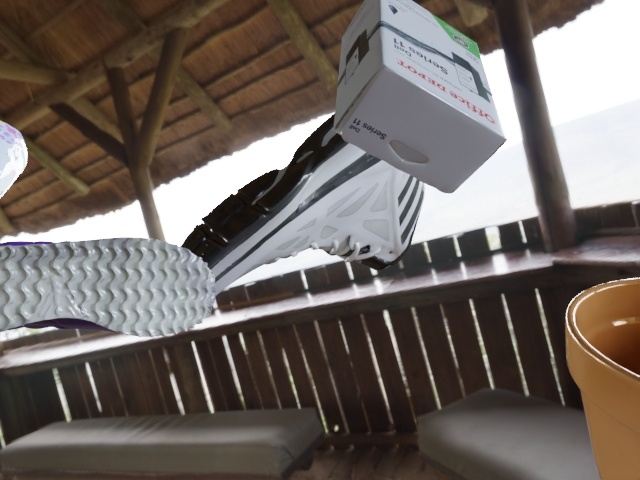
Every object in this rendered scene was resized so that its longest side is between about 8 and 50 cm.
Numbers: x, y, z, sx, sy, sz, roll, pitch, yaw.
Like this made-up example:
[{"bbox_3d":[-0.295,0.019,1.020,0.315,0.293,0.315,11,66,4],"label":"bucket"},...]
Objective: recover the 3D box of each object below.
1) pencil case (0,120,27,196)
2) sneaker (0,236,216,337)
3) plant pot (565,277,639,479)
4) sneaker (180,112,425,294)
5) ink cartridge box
[{"bbox_3d":[-0.512,-0.073,0.686,0.124,0.113,0.273,-30,35,14],"label":"pencil case"},{"bbox_3d":[-0.264,0.042,0.521,0.293,0.102,0.146,4,0,-30],"label":"sneaker"},{"bbox_3d":[0.415,0.187,0.527,0.290,0.204,0.291,-4,18,1],"label":"plant pot"},{"bbox_3d":[0.001,0.000,0.766,0.447,0.258,0.169,-40,27,-10],"label":"sneaker"},{"bbox_3d":[0.102,-0.170,0.534,0.152,0.209,0.087,24,-46,-19],"label":"ink cartridge box"}]
